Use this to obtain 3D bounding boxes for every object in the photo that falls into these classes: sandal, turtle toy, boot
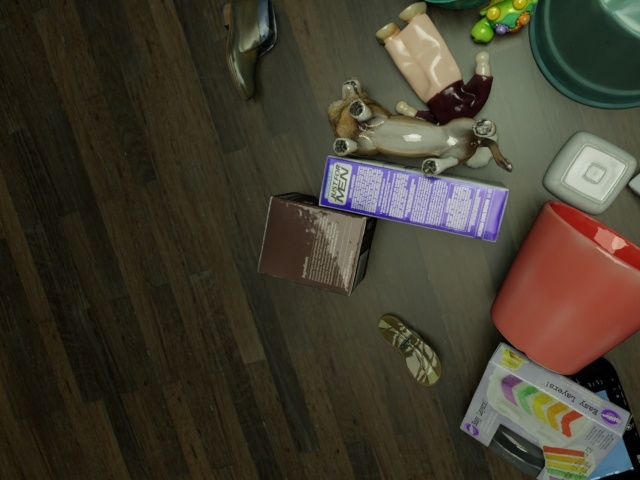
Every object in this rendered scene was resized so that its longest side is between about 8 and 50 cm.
[{"bbox_3d":[0.202,0.239,1.159,0.072,0.049,0.180,-47,70,10],"label":"sandal"},{"bbox_3d":[0.354,-0.432,1.008,0.130,0.095,0.066,-14,117,31],"label":"turtle toy"},{"bbox_3d":[-0.146,-0.423,1.137,0.106,0.082,0.219,-8,94,18],"label":"boot"}]

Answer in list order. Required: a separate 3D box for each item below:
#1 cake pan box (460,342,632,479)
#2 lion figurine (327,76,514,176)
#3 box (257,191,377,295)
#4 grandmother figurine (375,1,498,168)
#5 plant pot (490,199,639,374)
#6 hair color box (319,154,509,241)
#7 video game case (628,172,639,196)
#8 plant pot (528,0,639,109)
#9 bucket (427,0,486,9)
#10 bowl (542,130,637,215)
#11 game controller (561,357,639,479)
[{"bbox_3d":[0.419,0.356,1.017,0.246,0.070,0.266,32,138,26],"label":"cake pan box"},{"bbox_3d":[0.175,-0.199,0.984,0.392,0.240,0.142,23,109,18],"label":"lion figurine"},{"bbox_3d":[0.000,0.000,1.111,0.203,0.168,0.166,14,102,12],"label":"box"},{"bbox_3d":[0.253,-0.302,1.047,0.208,0.104,0.342,-28,93,45],"label":"grandmother figurine"},{"bbox_3d":[0.468,0.097,0.971,0.275,0.275,0.243,34,115,8],"label":"plant pot"},{"bbox_3d":[0.186,-0.093,1.041,0.339,0.185,0.110,14,103,13],"label":"hair color box"},{"bbox_3d":[0.769,-0.098,0.874,0.300,0.036,0.329,-45,50,16],"label":"video game case"},{"bbox_3d":[0.535,-0.401,0.833,0.341,0.334,0.340,2,98,15],"label":"plant pot"},{"bbox_3d":[0.262,-0.575,0.958,0.281,0.183,0.281,2,97,14],"label":"bucket"},{"bbox_3d":[0.528,-0.131,1.017,0.142,0.053,0.142,32,106,9],"label":"bowl"},{"bbox_3d":[0.562,0.399,1.073,0.167,0.067,0.319,-20,93,16],"label":"game controller"}]
